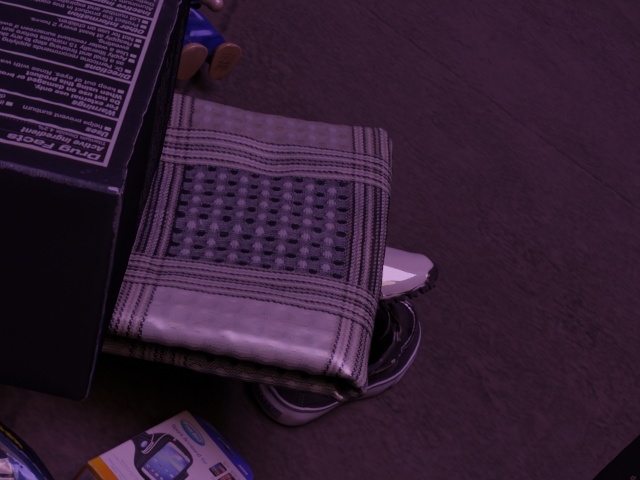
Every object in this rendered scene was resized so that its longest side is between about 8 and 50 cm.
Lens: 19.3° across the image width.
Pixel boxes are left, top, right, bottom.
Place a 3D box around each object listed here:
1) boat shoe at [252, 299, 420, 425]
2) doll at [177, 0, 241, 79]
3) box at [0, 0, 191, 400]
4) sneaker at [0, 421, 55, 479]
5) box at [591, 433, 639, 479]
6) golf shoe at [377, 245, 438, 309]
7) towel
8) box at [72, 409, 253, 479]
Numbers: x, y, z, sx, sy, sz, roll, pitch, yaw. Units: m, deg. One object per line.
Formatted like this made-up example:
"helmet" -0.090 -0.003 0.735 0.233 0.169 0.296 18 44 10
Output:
"boat shoe" 0.029 0.081 1.535 0.080 0.076 0.228 50 33 14
"doll" -0.142 -0.224 1.757 0.129 0.046 0.189 -4 46 -38
"box" -0.259 -0.074 1.242 0.296 0.183 0.294 13 35 -2
"sneaker" -0.218 0.149 1.216 0.144 0.059 0.053 45 -4 -23
"box" 0.264 0.331 1.253 0.179 0.312 0.343 19 38 -32
"golf shoe" 0.000 0.000 1.512 0.198 0.094 0.077 6 16 -2
"towel" -0.109 -0.023 1.407 0.324 0.056 0.312 10 39 0
"box" -0.105 0.171 1.328 0.081 0.028 0.136 48 30 12
